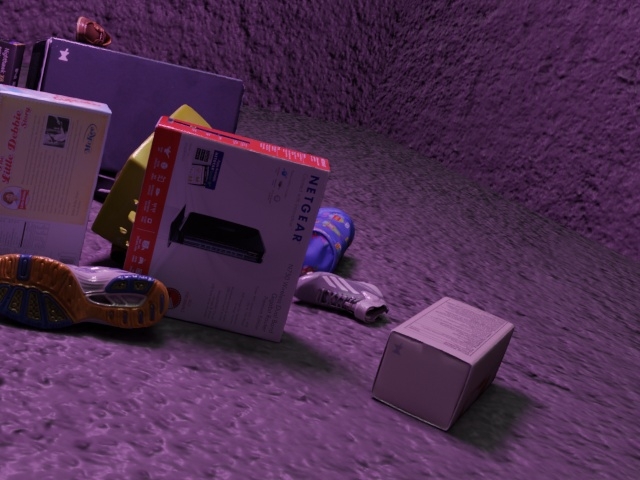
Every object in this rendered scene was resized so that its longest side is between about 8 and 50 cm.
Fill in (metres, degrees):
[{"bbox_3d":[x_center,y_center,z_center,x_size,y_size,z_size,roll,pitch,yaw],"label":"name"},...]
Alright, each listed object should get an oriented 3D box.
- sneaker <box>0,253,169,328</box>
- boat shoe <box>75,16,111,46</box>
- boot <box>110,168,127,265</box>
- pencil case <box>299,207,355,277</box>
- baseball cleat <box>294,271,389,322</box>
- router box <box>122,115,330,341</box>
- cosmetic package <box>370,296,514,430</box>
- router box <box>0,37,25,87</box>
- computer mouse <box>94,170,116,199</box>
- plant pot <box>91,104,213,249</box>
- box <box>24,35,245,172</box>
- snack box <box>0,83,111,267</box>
[{"bbox_3d":[-0.402,0.089,1.484,0.296,0.112,0.131,12,-2,-18],"label":"sneaker"},{"bbox_3d":[-0.558,-0.510,2.235,0.060,0.064,0.178,10,4,-1],"label":"boat shoe"},{"bbox_3d":[-0.301,-0.039,1.887,0.264,0.096,0.280,13,33,-23],"label":"boot"},{"bbox_3d":[0.000,0.000,2.114,0.133,0.119,0.306,45,16,-3],"label":"pencil case"},{"bbox_3d":[0.046,0.116,1.853,0.206,0.072,0.109,5,25,-23],"label":"baseball cleat"},{"bbox_3d":[-0.172,-0.017,1.589,0.301,0.335,0.082,14,18,-7],"label":"router box"},{"bbox_3d":[0.221,0.207,1.596,0.153,0.129,0.296,24,16,22],"label":"cosmetic package"},{"bbox_3d":[-0.842,-0.337,2.108,0.243,0.309,0.081,14,12,-6],"label":"router box"},{"bbox_3d":[-0.468,-0.110,2.124,0.262,0.060,0.184,17,8,8],"label":"computer mouse"},{"bbox_3d":[-0.271,-0.084,1.751,0.207,0.227,0.228,37,41,-4],"label":"plant pot"},{"bbox_3d":[-0.505,-0.333,2.350,0.480,0.297,0.472,9,6,-22],"label":"box"},{"bbox_3d":[-0.490,-0.094,1.574,0.187,0.322,0.060,8,19,-27],"label":"snack box"}]
